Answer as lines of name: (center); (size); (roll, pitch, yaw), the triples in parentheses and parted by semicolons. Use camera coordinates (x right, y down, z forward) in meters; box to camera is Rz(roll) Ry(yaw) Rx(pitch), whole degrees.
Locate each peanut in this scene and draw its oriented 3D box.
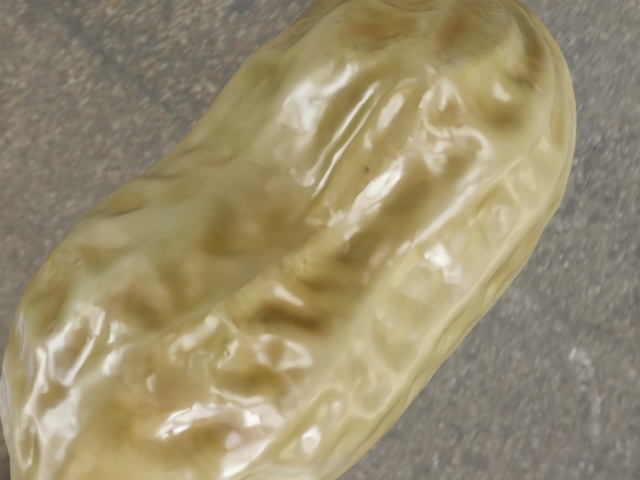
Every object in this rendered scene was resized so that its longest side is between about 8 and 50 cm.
peanut: (0.000, 0.000, 0.379); (0.093, 0.194, 0.083); (-24, 110, 47)
